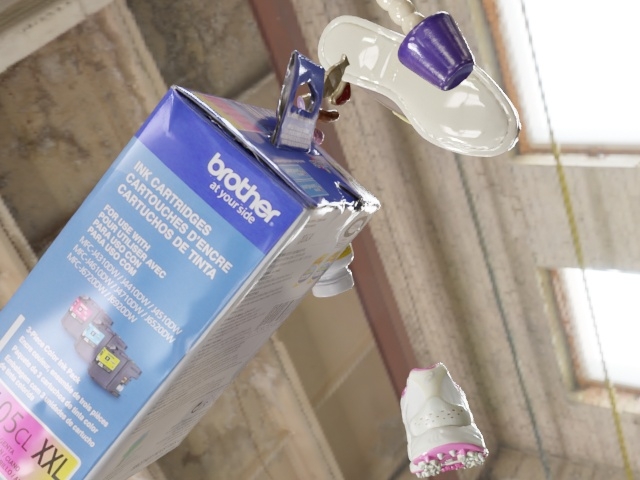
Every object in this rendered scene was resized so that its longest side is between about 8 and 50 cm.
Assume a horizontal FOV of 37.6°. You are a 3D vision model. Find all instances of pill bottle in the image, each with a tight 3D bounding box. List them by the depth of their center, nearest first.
[{"bbox_3d":[0.000,0.000,1.034,0.065,0.065,0.116,-29,-72,-45],"label":"pill bottle"}]

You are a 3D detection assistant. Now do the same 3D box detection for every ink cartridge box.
[{"bbox_3d":[-0.105,0.024,0.812,0.395,0.151,0.270,-48,-9,11],"label":"ink cartridge box"}]

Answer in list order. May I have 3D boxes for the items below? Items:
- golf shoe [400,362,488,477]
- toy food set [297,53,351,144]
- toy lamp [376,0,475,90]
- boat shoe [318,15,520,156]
[{"bbox_3d":[0.168,0.253,1.308,0.306,0.115,0.140,79,178,-71],"label":"golf shoe"},{"bbox_3d":[-0.002,-0.149,1.071,0.122,0.019,0.078,-52,-35,-28],"label":"toy food set"},{"bbox_3d":[0.073,-0.283,1.077,0.080,0.275,0.080,-35,-18,-13],"label":"toy lamp"},{"bbox_3d":[0.142,-0.207,1.270,0.097,0.324,0.116,6,-66,-57],"label":"boat shoe"}]
